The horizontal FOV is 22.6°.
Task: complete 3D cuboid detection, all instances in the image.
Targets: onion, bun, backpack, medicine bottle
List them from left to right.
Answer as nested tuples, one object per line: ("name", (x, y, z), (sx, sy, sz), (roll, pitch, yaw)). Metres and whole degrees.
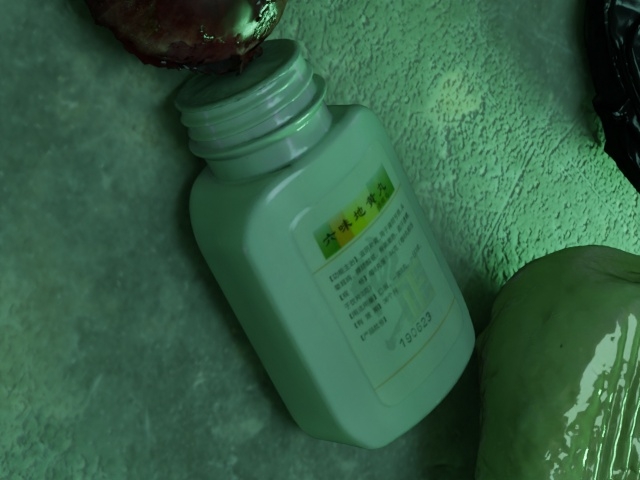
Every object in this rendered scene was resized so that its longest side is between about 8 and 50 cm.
("onion", (-0.090, -0.215, 1.191), (0.184, 0.147, 0.184), (5, 80, -31))
("medicine bottle", (0.000, 0.000, 1.302), (0.179, 0.124, 0.324), (-44, 121, -31))
("bun", (0.273, 0.172, 1.506), (0.361, 0.213, 0.361), (-5, 100, -26))
("backpack", (0.356, -0.172, 1.622), (0.206, 0.133, 0.258), (-27, 104, -29))
